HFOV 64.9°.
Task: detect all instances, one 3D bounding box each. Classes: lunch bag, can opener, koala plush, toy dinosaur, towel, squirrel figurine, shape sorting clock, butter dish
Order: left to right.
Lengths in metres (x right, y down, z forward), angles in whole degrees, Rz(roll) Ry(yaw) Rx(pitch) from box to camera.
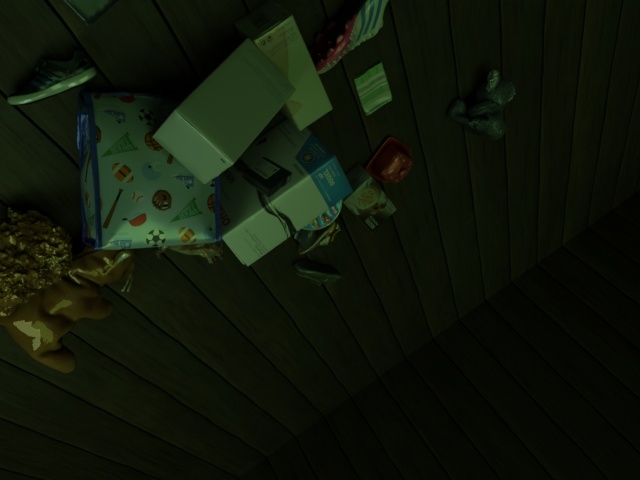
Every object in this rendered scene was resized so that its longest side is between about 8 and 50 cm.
[{"bbox_3d":[-0.700,0.091,1.363,0.370,0.281,0.397,-41,143,-7],"label":"squirrel figurine"},{"bbox_3d":[-0.444,-0.182,1.304,0.327,0.239,0.386,-6,99,-35],"label":"lunch bag"},{"bbox_3d":[-0.436,-0.045,1.546,0.200,0.127,0.296,-33,128,-18],"label":"toy dinosaur"},{"bbox_3d":[-0.028,-0.132,1.697,0.206,0.040,0.206,0,106,-1],"label":"shape sorting clock"},{"bbox_3d":[-0.003,-0.098,1.769,0.076,0.095,0.283,6,124,-41],"label":"can opener"},{"bbox_3d":[0.174,-0.494,1.646,0.113,0.023,0.152,-35,140,-5],"label":"towel"},{"bbox_3d":[0.276,-0.273,1.852,0.160,0.118,0.160,20,113,-46],"label":"butter dish"},{"bbox_3d":[0.629,-0.505,1.861,0.196,0.203,0.221,16,105,-44],"label":"koala plush"}]

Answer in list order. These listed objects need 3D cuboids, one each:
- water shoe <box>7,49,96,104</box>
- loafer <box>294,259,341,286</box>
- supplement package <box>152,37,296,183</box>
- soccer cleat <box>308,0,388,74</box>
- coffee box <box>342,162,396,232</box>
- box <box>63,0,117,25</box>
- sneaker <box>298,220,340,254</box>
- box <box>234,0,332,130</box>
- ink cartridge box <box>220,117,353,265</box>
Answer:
[{"bbox_3d":[-0.623,-0.374,1.152,0.203,0.073,0.080,-26,112,-13],"label":"water shoe"},{"bbox_3d":[-0.015,0.146,2.042,0.251,0.094,0.087,18,111,-45],"label":"loafer"},{"bbox_3d":[-0.233,-0.315,1.235,0.175,0.177,0.293,44,58,-20],"label":"supplement package"},{"bbox_3d":[0.100,-0.595,1.425,0.143,0.116,0.331,22,112,-45],"label":"soccer cleat"},{"bbox_3d":[0.167,-0.155,1.894,0.141,0.098,0.246,-42,139,4],"label":"coffee box"},{"bbox_3d":[-0.410,-0.663,0.915,0.395,0.212,0.293,-40,139,3],"label":"box"},{"bbox_3d":[0.000,0.000,1.939,0.185,0.069,0.084,-42,134,6],"label":"sneaker"},{"bbox_3d":[-0.093,-0.472,1.377,0.121,0.148,0.311,-35,138,-3],"label":"box"},{"bbox_3d":[-0.150,-0.156,1.516,0.395,0.285,0.166,-36,138,-3],"label":"ink cartridge box"}]
